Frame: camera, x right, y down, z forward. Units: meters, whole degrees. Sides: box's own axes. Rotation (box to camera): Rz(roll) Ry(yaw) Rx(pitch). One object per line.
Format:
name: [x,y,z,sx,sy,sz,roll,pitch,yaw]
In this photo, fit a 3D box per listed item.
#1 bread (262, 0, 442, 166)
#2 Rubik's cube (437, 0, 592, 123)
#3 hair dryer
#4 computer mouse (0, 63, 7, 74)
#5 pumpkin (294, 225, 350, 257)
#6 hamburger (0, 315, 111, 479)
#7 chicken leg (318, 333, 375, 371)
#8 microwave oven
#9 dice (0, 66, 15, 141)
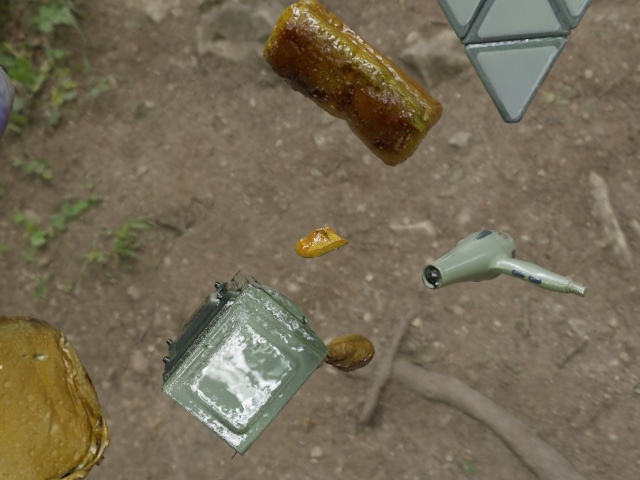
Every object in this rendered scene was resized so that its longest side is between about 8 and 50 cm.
bread: [0.040,-0.223,1.158,0.077,0.271,0.139,-47,-3,-40]
Rubik's cube: [0.171,-0.302,0.778,0.233,0.228,0.229,34,65,15]
hair dryer: [0.360,0.067,1.698,0.298,0.295,0.119,36,128,56]
computer mouse: [-0.624,-0.185,1.293,0.087,0.168,0.295,-19,53,62]
pumpkin: [-0.001,0.001,1.576,0.101,0.035,0.073,-23,32,-8]
hamburger: [-0.462,0.261,1.150,0.158,0.318,0.319,-26,47,35]
chicken leg: [0.032,0.260,1.832,0.107,0.251,0.087,-29,72,31]
microwave oven: [-0.094,0.123,0.905,0.163,0.129,0.205,-48,7,-5]
dice: [-0.583,-0.147,1.034,0.270,0.270,0.271,-5,60,54]
